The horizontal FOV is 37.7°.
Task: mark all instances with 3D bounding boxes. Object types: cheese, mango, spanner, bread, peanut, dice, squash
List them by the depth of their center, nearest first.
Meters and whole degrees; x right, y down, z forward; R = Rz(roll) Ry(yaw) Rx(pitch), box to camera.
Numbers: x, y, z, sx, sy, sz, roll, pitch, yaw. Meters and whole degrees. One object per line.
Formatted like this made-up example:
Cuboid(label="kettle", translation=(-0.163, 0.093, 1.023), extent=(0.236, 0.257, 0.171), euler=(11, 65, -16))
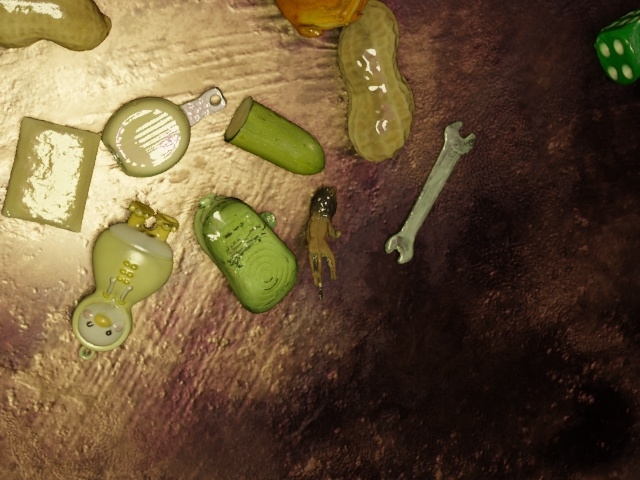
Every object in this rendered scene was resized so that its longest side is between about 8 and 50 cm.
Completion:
Cuboid(label="peanut", translation=(-0.470, -0.377, 1.541), extent=(0.253, 0.137, 0.122), euler=(3, 52, -17))
Cuboid(label="bread", translation=(-0.460, -0.114, 1.609), extent=(0.139, 0.060, 0.178), euler=(14, 93, -19))
Cuboid(label="mango", translation=(0.023, -0.535, 1.626), extent=(0.199, 0.201, 0.350), euler=(11, 86, -34))
Cuboid(label="cheese", translation=(-0.268, -0.202, 1.651), extent=(0.227, 0.064, 0.137), euler=(-31, 108, -9))
Cuboid(label="squash", translation=(-0.073, -0.177, 1.702), extent=(0.188, 0.095, 0.095), euler=(27, 90, -23))
Cuboid(label="peanut", translation=(0.104, -0.295, 1.720), extent=(0.136, 0.120, 0.298), euler=(-17, 102, -38))
Cuboid(label="spanner", translation=(0.213, -0.094, 1.831), extent=(0.071, 0.017, 0.302), euler=(30, 89, -17))
Cuboid(label="dice", translation=(0.631, -0.388, 1.853), extent=(0.131, 0.128, 0.120), euler=(-30, 103, -9))

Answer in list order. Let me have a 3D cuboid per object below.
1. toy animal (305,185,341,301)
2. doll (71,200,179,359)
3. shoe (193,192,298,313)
Cuboid(label="toy animal", translation=(0.002, 0.008, 1.749), extent=(0.069, 0.086, 0.220), euler=(-2, 75, 6))
Cuboid(label="doll", translation=(-0.348, 0.079, 1.639), extent=(0.141, 0.117, 0.296), euler=(24, 90, -15))
Cuboid(label="shoe", translation=(-0.130, 0.012, 1.692), extent=(0.140, 0.128, 0.262), euler=(-34, 134, 0))
